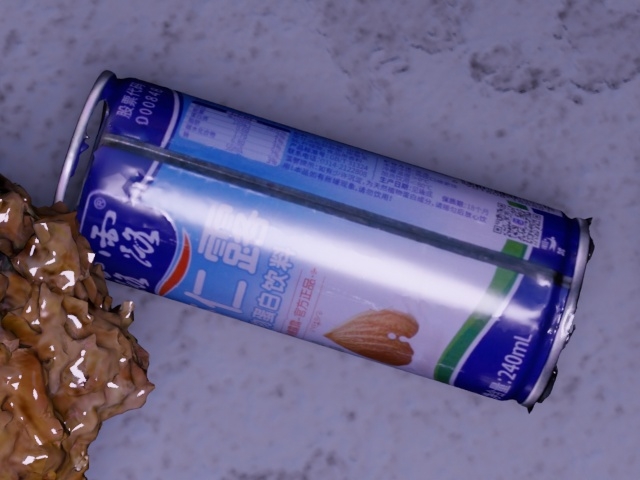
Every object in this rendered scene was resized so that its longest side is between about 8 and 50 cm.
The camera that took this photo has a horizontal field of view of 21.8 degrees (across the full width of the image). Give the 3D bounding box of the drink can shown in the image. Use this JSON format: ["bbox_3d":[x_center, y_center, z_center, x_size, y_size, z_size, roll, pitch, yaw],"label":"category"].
[{"bbox_3d":[0.000,0.000,0.763,0.235,0.097,0.097,17,66,-2],"label":"drink can"}]

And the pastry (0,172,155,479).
[{"bbox_3d":[-0.202,0.068,0.661,0.274,0.193,0.275,-3,30,2],"label":"pastry"}]
